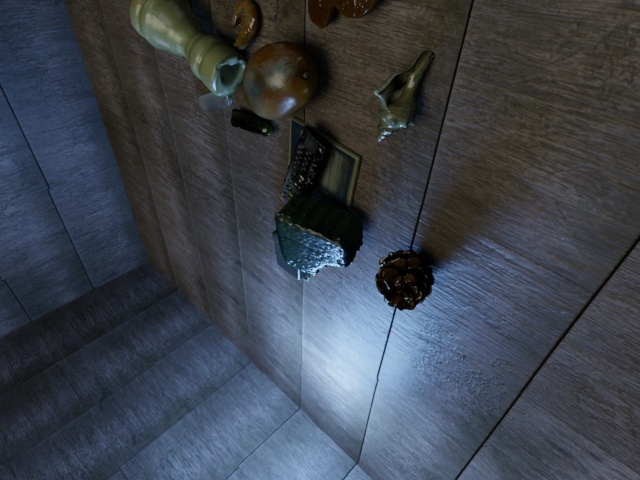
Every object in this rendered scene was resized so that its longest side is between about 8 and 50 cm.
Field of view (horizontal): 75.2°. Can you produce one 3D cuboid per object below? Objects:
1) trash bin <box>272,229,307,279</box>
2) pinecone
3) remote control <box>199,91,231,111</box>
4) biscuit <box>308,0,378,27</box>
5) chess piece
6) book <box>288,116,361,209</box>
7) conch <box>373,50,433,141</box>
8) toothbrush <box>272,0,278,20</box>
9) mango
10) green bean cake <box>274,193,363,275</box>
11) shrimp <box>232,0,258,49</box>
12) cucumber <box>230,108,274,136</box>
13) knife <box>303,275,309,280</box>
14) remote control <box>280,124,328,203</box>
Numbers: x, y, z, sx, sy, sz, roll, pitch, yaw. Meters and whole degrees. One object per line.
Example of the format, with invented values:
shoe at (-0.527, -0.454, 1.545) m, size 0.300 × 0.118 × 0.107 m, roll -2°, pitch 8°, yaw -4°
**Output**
trash bin at (-0.123, 0.040, 1.829) m, size 0.177 × 0.101 × 0.236 m, roll 31°, pitch 140°, yaw 30°
pinecone at (0.263, 0.130, 1.331) m, size 0.184 × 0.204 × 0.179 m, roll -19°, pitch 106°, yaw 39°
remote control at (-0.454, -0.599, 1.781) m, size 0.245 × 0.022 × 0.077 m, roll 8°, pitch 125°, yaw 47°
biscuit at (0.001, -0.716, 1.084) m, size 0.432 × 0.064 × 0.283 m, roll 40°, pitch 149°, yaw 25°
chess piece at (-0.476, -0.735, 1.544) m, size 0.442 × 0.234 × 0.234 m, roll 44°, pitch 144°, yaw 10°
book at (0.003, -0.276, 1.485) m, size 0.322 × 0.018 × 0.228 m, roll 38°, pitch 143°, yaw 25°
conch at (0.192, -0.372, 1.088) m, size 0.114 × 0.137 × 0.233 m, roll -123°, pitch 31°, yaw -60°
toothbrush at (-0.126, -0.716, 1.203) m, size 0.014 × 0.011 × 0.167 m, roll 54°, pitch 154°, yaw 17°
mango at (-0.148, -0.505, 1.336) m, size 0.384 × 0.199 × 0.221 m, roll 20°, pitch 140°, yaw 58°
green bean cake at (0.000, 0.000, 1.544) m, size 0.300 × 0.169 × 0.307 m, roll 23°, pitch 145°, yaw 18°
shrimp at (-0.260, -0.736, 1.419) m, size 0.187 × 0.052 × 0.132 m, roll -34°, pitch 70°, yaw 51°
cucumber at (-0.267, -0.459, 1.623) m, size 0.242 × 0.074 × 0.074 m, roll 26°, pitch 135°, yaw 34°
knife at (-0.128, 0.126, 1.978) m, size 0.212 × 0.015 × 0.054 m, roll 38°, pitch 150°, yaw 24°
remote control at (-0.061, -0.246, 1.517) m, size 0.144 × 0.062 × 0.398 m, roll 47°, pitch 147°, yaw 14°
